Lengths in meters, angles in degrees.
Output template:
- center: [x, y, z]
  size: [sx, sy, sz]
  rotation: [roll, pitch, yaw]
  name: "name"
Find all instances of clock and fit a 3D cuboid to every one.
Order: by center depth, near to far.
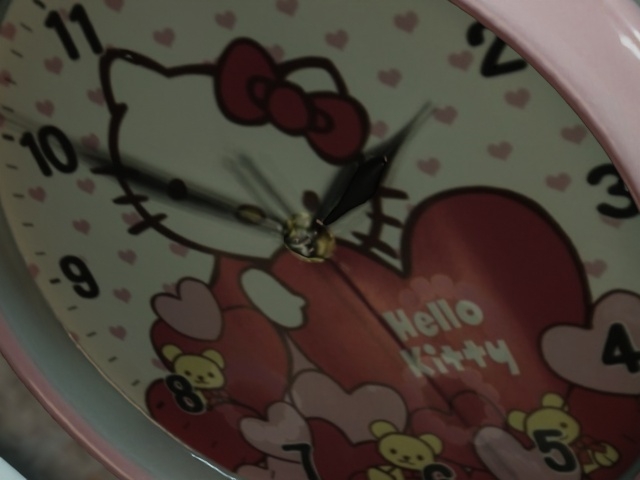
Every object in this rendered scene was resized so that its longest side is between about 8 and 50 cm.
- center: [0.001, -0.001, 0.483]
  size: [0.244, 0.056, 0.244]
  rotation: [16, 131, 19]
  name: "clock"

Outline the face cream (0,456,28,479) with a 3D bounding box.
- center: [-0.063, 0.148, 0.574]
  size: [0.243, 0.058, 0.092]
  rotation: [38, 109, -6]
  name: "face cream"
